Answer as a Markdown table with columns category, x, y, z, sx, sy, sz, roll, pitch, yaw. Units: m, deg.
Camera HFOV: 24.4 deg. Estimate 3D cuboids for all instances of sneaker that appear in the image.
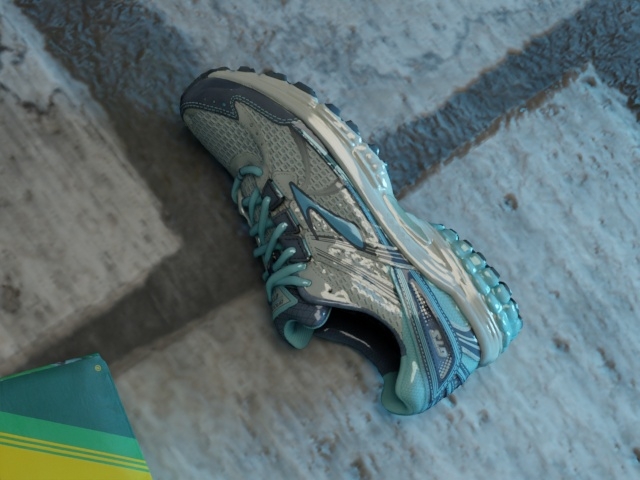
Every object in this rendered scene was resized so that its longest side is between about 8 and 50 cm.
| category | x | y | z | sx | sy | sz | roll | pitch | yaw |
| --- | --- | --- | --- | --- | --- | --- | --- | --- | --- |
| sneaker | 0.000 | 0.000 | 0.998 | 0.283 | 0.110 | 0.122 | 42 | 69 | 7 |

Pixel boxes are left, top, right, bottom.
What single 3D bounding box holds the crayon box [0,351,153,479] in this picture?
| category | x | y | z | sx | sy | sz | roll | pitch | yaw |
| --- | --- | --- | --- | --- | --- | --- | --- | --- | --- |
| crayon box | -0.163 | 0.221 | 0.863 | 0.165 | 0.081 | 0.278 | -14 | 71 | -33 |
